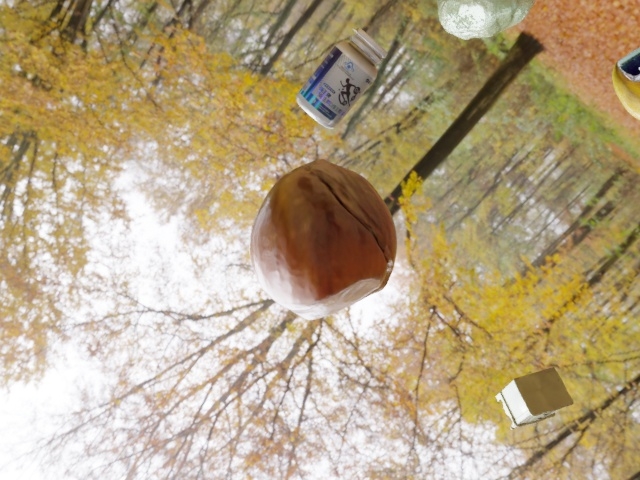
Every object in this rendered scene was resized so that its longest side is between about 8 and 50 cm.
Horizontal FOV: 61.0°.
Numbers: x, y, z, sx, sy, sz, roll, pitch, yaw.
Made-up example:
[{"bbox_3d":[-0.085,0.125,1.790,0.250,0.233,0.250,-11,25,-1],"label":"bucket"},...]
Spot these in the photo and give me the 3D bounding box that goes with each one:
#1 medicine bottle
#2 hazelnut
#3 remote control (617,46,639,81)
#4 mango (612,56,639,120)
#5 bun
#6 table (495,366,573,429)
[{"bbox_3d":[0.045,-0.333,1.115,0.107,0.191,0.107,37,-163,-14],"label":"medicine bottle"},{"bbox_3d":[0.000,0.000,1.248,0.315,0.373,0.372,0,176,40],"label":"hazelnut"},{"bbox_3d":[0.395,-0.212,0.557,0.222,0.072,0.042,-173,62,-84],"label":"remote control"},{"bbox_3d":[0.523,-0.231,0.848,0.066,0.101,0.188,69,179,-50],"label":"mango"},{"bbox_3d":[0.329,-0.465,1.052,0.118,0.195,0.195,56,-167,-33],"label":"bun"},{"bbox_3d":[0.338,0.255,0.866,0.079,0.083,0.063,-10,-123,-15],"label":"table"}]
